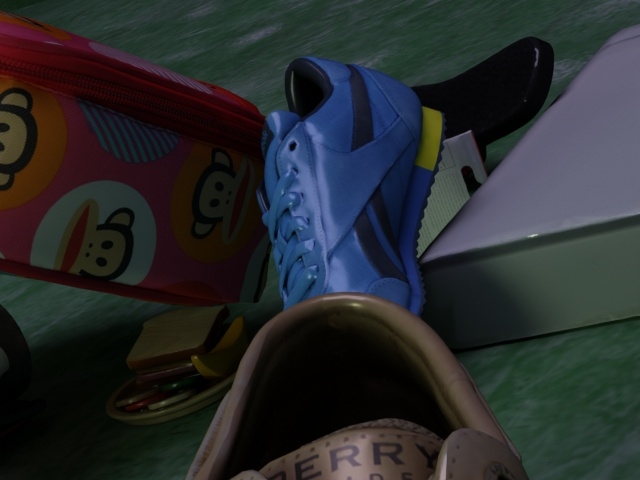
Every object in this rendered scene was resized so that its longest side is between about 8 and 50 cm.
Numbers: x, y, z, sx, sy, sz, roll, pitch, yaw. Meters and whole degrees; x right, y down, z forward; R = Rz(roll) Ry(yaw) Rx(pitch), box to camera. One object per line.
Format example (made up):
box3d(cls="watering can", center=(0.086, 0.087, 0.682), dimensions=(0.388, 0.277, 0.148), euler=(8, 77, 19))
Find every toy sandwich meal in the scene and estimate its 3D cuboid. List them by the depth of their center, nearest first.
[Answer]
box3d(cls="toy sandwich meal", center=(-0.067, 0.057, 0.868), dimensions=(0.085, 0.029, 0.085), euler=(-20, 15, 5))

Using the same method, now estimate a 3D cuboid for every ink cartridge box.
box3d(cls="ink cartridge box", center=(0.033, -0.016, 0.927), dimensions=(0.115, 0.063, 0.029), euler=(-17, 17, 14))

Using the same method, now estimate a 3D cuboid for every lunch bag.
box3d(cls="lunch bag", center=(-0.157, -0.045, 0.893), dimensions=(0.293, 0.120, 0.258), euler=(17, 1, 41))

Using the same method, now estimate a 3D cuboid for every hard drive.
box3d(cls="hard drive", center=(0.205, -0.060, 0.881), dimensions=(0.233, 0.047, 0.353), euler=(-13, 17, 28))

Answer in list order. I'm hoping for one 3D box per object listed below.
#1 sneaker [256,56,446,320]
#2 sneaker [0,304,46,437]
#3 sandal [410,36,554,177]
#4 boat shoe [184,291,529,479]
box3d(cls="sneaker", center=(0.000, 0.000, 0.771), dimensions=(0.069, 0.082, 0.209), euler=(-49, 21, 39))
box3d(cls="sneaker", center=(-0.217, 0.078, 0.814), dimensions=(0.180, 0.125, 0.321), euler=(-24, 15, -8))
box3d(cls="sandal", center=(0.082, -0.063, 1.039), dimensions=(0.040, 0.067, 0.179), euler=(20, -23, -28))
box3d(cls="boat shoe", center=(0.003, 0.098, 0.422), dimensions=(0.121, 0.110, 0.341), euler=(-6, 13, -2))
